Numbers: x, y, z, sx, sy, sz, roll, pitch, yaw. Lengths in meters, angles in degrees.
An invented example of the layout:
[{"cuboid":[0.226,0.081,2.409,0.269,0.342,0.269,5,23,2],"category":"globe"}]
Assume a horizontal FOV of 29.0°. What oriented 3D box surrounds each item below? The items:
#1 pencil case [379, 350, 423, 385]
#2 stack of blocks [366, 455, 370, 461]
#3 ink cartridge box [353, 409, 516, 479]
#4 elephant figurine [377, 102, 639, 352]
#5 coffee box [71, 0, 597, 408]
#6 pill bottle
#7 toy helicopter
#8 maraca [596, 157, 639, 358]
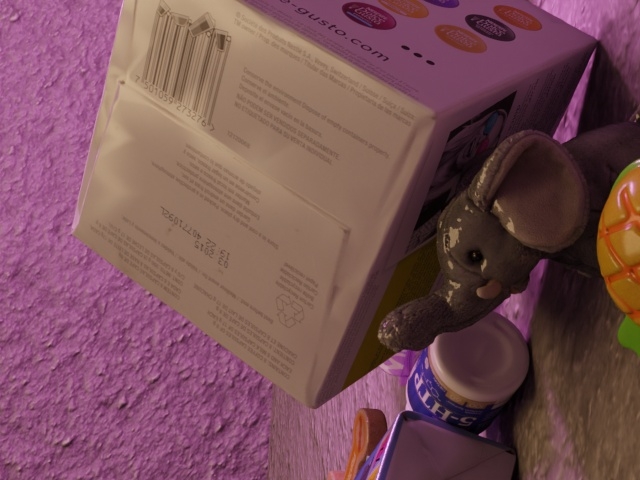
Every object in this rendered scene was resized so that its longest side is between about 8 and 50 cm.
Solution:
[{"cuboid":[0.128,0.102,1.735,0.206,0.086,0.088,101,149,-42],"category":"pencil case"},{"cuboid":[0.098,0.458,1.741,0.171,0.087,0.297,-130,45,-77],"category":"stack of blocks"},{"cuboid":[0.070,0.411,1.455,0.395,0.151,0.270,111,-179,-54],"category":"ink cartridge box"},{"cuboid":[0.171,-0.019,1.022,0.169,0.240,0.186,104,167,-47],"category":"elephant figurine"},{"cuboid":[0.009,-0.104,1.246,0.334,0.338,0.338,-28,-34,-49],"category":"coffee box"},{"cuboid":[0.159,0.165,1.417,0.186,0.112,0.112,108,163,-58],"category":"pill bottle"},{"cuboid":[0.049,0.421,1.921,0.235,0.140,0.355,-106,25,-59],"category":"toy helicopter"},{"cuboid":[0.260,0.027,0.913,0.127,0.099,0.185,23,126,53],"category":"maraca"}]
